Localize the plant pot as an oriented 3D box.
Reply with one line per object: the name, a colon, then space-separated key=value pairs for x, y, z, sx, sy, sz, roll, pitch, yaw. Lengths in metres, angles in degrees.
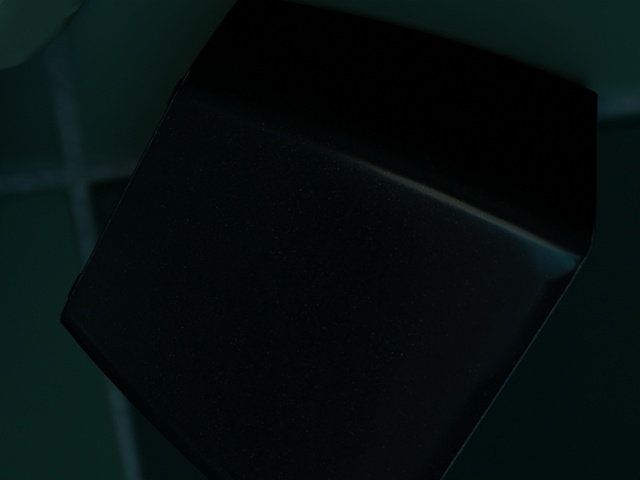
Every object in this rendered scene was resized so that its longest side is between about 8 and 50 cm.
plant pot: x=0.000 y=0.000 z=0.764 sx=0.167 sy=0.187 sz=0.188 roll=29 pitch=114 yaw=-4

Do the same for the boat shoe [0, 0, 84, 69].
boat shoe: x=-0.118 y=-0.136 z=0.755 sx=0.043 sy=0.049 sz=0.137 roll=41 pitch=120 yaw=24
